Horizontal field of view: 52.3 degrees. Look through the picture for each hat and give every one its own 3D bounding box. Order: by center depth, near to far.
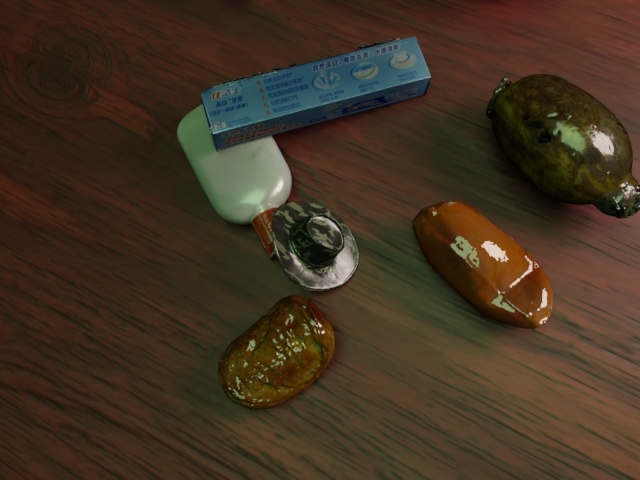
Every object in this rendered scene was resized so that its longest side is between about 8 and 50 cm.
[{"bbox_3d":[0.000,0.000,0.753,0.121,0.050,0.121,11,67,-27],"label":"hat"}]

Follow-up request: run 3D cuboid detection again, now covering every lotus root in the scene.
[{"bbox_3d":[0.268,-0.107,0.711,0.120,0.120,0.209,-41,69,-1],"label":"lotus root"}]

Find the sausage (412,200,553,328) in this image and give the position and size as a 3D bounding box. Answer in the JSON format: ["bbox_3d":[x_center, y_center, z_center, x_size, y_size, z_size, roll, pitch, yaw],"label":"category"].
[{"bbox_3d":[0.179,0.026,0.721,0.089,0.089,0.179,-43,76,-2],"label":"sausage"}]

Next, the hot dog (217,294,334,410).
[{"bbox_3d":[-0.050,0.129,0.744,0.147,0.065,0.099,-45,73,10],"label":"hot dog"}]

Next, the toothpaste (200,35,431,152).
[{"bbox_3d":[-0.005,-0.179,0.791,0.272,0.053,0.066,-16,75,-7],"label":"toothpaste"}]

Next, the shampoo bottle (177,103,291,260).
[{"bbox_3d":[-0.093,-0.077,0.809,0.108,0.051,0.221,-28,72,-2],"label":"shampoo bottle"}]
